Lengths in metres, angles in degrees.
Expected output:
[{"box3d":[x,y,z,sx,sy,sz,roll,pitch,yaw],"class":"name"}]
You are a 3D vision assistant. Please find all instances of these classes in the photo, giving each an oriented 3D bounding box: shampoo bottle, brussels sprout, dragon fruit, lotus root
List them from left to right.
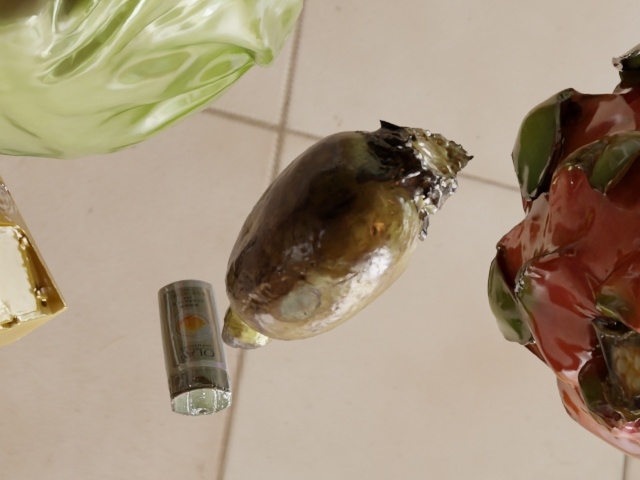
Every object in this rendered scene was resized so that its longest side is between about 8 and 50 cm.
[{"box3d":[-0.151,-0.243,0.867,0.342,0.361,0.425,17,70,21],"class":"brussels sprout"},{"box3d":[-0.177,0.145,1.642,0.086,0.227,0.056,-6,128,-8],"class":"shampoo bottle"},{"box3d":[0.000,0.000,1.126,0.141,0.169,0.314,38,113,-17],"class":"lotus root"},{"box3d":[0.194,0.010,0.618,0.224,0.227,0.224,0,100,3],"class":"dragon fruit"}]

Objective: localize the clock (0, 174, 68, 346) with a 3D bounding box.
[{"box3d":[-0.492,-0.006,1.493,0.244,0.200,0.317,-11,80,-65],"class":"clock"}]
